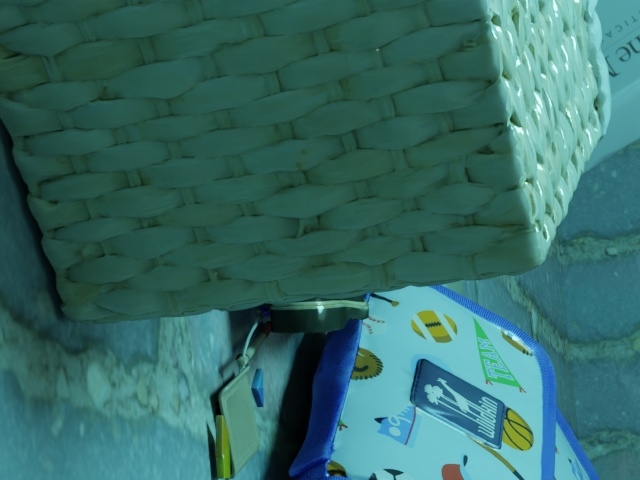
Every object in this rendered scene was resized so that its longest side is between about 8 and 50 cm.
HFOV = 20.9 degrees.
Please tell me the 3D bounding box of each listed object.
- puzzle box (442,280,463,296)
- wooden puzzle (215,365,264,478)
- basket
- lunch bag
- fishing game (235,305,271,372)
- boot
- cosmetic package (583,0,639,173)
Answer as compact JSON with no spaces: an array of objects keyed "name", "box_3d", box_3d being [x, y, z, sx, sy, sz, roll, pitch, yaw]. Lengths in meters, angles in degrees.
[{"name":"puzzle box","box_3d":[0.101,-0.092,1.967,0.272,0.052,0.409,41,43,-67]},{"name":"wooden puzzle","box_3d":[-0.064,0.139,1.336,0.116,0.014,0.079,-19,105,-74]},{"name":"basket","box_3d":[-0.013,-0.147,1.065,0.266,0.331,0.328,-64,144,-60]},{"name":"lunch bag","box_3d":[0.112,0.248,1.537,0.385,0.239,0.328,58,25,-25]},{"name":"fishing game","box_3d":[-0.055,-0.039,1.362,0.189,0.041,0.264,-57,151,-77]},{"name":"boot","box_3d":[0.000,0.000,1.436,0.198,0.076,0.137,-49,137,-86]},{"name":"cosmetic package","box_3d":[0.177,-0.303,1.540,0.453,0.230,0.161,59,9,17]}]
